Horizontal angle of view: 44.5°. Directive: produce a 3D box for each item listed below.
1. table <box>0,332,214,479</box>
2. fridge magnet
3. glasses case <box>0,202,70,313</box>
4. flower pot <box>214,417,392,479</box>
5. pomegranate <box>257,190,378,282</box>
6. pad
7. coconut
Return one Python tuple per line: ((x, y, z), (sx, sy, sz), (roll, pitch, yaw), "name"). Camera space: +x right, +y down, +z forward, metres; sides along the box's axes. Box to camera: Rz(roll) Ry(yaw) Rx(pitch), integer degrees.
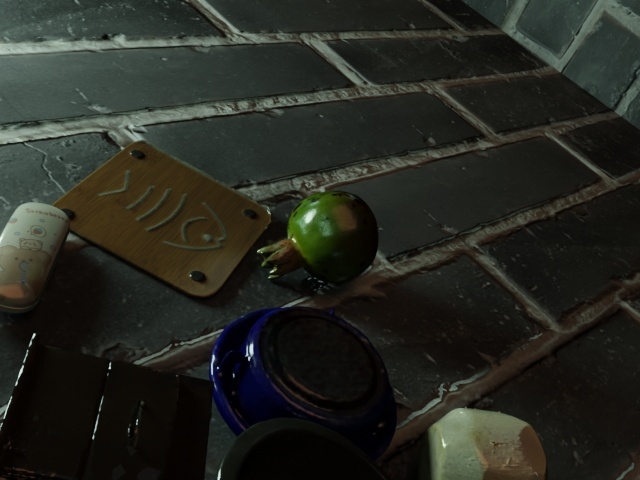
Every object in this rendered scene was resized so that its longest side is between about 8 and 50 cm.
((-0.223, 0.226, 0.786), (0.193, 0.172, 0.169), (16, 36, -14), "table")
((-0.016, 0.186, 1.025), (0.265, 0.112, 0.265), (19, 37, -15), "fridge magnet")
((-0.394, 0.019, 1.048), (0.081, 0.051, 0.204), (16, 36, -13), "glasses case")
((-0.027, 0.330, 0.763), (0.269, 0.166, 0.269), (31, 27, -18), "flower pot")
((0.000, 0.000, 1.260), (0.205, 0.159, 0.159), (-23, 54, -18), "pomegranate")
((-0.243, -0.042, 1.259), (0.284, 0.018, 0.286), (29, 36, 2), "pad")
((0.211, 0.300, 0.992), (0.162, 0.161, 0.161), (10, 37, -8), "coconut")
